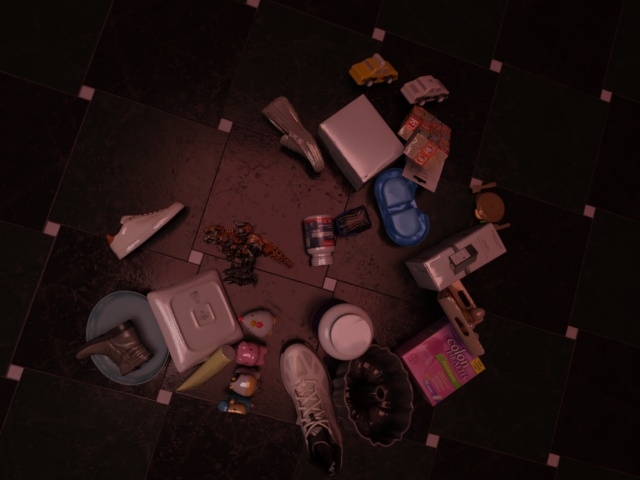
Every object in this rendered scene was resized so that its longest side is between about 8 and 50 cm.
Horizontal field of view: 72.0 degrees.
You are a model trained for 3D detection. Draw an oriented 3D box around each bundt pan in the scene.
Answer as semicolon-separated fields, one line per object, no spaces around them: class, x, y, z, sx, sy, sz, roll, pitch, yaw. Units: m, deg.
bundt pan;0.167;0.531;1.520;0.330;0.124;0.331;17;61;-34

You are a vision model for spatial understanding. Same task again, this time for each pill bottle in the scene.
pill bottle;0.071;0.296;1.482;0.181;0.323;0.182;1;86;-7
pill bottle;0.000;0.000;1.601;0.108;0.108;0.180;-6;87;-8

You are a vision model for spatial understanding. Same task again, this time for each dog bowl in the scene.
dog bowl;0.298;-0.123;1.666;0.166;0.074;0.297;-18;89;-8

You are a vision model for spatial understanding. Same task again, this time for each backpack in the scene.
backpack;0.117;-0.065;1.624;0.120;0.101;0.098;-21;87;-4

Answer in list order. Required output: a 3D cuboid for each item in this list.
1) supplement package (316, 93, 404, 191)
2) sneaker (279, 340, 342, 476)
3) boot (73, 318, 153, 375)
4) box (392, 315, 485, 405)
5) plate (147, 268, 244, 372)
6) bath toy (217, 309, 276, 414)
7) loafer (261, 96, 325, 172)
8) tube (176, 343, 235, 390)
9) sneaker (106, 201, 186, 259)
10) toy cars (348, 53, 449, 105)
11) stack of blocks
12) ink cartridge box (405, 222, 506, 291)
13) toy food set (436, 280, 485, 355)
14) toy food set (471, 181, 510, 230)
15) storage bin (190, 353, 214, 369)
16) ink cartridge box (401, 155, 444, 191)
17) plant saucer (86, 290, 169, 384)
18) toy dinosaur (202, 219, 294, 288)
supplement package;0.145;-0.355;1.618;0.204;0.145;0.262;-37;89;-8
sneaker;-0.011;0.566;1.486;0.169;0.257;0.448;-19;89;-8
boot;-0.678;0.378;1.438;0.246;0.083;0.161;-28;92;13
box;0.434;0.439;1.624;0.243;0.117;0.214;-32;91;-9
plate;-0.403;0.255;1.484;0.277;0.045;0.278;-22;88;-46
bath toy;-0.253;0.406;1.515;0.129;0.151;0.348;18;81;-28
loafer;-0.096;-0.375;1.618;0.111;0.112;0.319;-34;83;-3
tube;-0.383;0.440;1.484;0.070;0.062;0.240;40;112;-16
sneaker;-0.610;-0.065;1.525;0.290;0.106;0.123;-37;94;-7
toy cars;0.307;-0.613;1.656;0.393;0.087;0.176;19;54;-3
stack of blocks;0.372;-0.374;1.589;0.171;0.297;0.087;34;125;-5
ink cartridge box;0.484;0.060;1.610;0.289;0.211;0.122;-29;92;-7
toy food set;0.516;0.249;1.570;0.092;0.306;0.220;-31;90;21
toy food set;0.662;-0.129;1.737;0.132;0.038;0.192;-13;83;-15
storage bin;-0.452;0.344;1.531;0.122;0.084;0.180;-23;90;-8
ink cartridge box;0.386;-0.273;1.672;0.145;0.045;0.179;27;64;-6
plant saucer;-0.640;0.325;1.486;0.317;0.043;0.318;0;92;12
toy dinosaur;-0.259;0.041;1.552;0.321;0.164;0.218;9;68;14
